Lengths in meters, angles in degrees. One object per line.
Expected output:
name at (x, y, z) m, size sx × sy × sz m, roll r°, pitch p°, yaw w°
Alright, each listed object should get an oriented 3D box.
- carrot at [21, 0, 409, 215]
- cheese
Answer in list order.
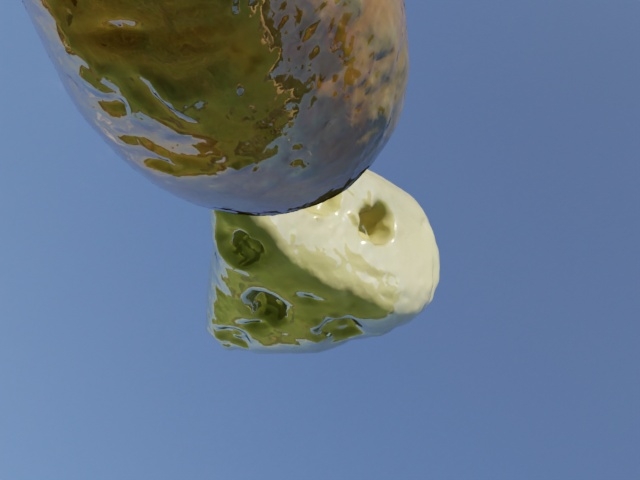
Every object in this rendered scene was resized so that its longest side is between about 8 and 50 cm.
carrot at (-0.067, -0.168, 0.505) m, size 0.224 × 0.341 × 0.224 m, roll -7°, pitch -126°, yaw 10°
cheese at (0.000, 0.001, 0.892) m, size 0.247 × 0.174 × 0.251 m, roll 3°, pitch -43°, yaw 4°
